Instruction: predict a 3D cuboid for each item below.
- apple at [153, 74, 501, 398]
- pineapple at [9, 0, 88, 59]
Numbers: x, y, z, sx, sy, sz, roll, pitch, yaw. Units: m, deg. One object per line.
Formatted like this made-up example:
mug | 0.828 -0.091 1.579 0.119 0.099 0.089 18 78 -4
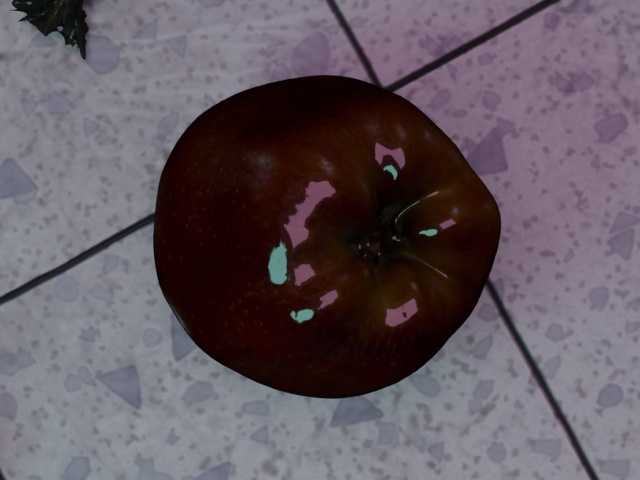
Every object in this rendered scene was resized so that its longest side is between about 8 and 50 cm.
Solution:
apple | 0.000 0.000 1.418 0.288 0.317 0.288 0 91 -24
pineapple | -0.200 -0.298 1.548 0.125 0.125 0.251 41 99 4
